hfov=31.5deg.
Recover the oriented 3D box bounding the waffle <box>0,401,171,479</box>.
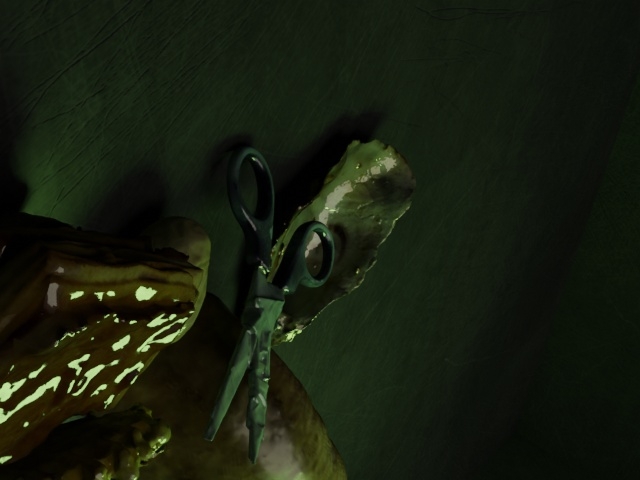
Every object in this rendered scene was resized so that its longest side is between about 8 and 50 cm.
[{"bbox_3d":[-0.297,0.240,1.203,0.291,0.291,0.051,-21,100,-54],"label":"waffle"}]

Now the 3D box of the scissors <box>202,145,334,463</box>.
[{"bbox_3d":[-0.076,0.089,1.418,0.256,0.029,0.383,49,43,-43],"label":"scissors"}]

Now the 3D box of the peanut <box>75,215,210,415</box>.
[{"bbox_3d":[-0.223,0.092,1.325,0.274,0.111,0.125,-48,122,-14],"label":"peanut"}]

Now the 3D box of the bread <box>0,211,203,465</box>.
[{"bbox_3d":[-0.321,0.109,1.073,0.370,0.191,0.314,-45,165,12],"label":"bread"}]

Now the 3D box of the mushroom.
[{"bbox_3d":[-0.134,0.246,1.496,0.224,0.314,0.397,-47,149,-30],"label":"mushroom"}]

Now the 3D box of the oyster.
[{"bbox_3d":[-0.019,-0.002,1.654,0.396,0.111,0.204,-53,139,-9],"label":"oyster"}]
